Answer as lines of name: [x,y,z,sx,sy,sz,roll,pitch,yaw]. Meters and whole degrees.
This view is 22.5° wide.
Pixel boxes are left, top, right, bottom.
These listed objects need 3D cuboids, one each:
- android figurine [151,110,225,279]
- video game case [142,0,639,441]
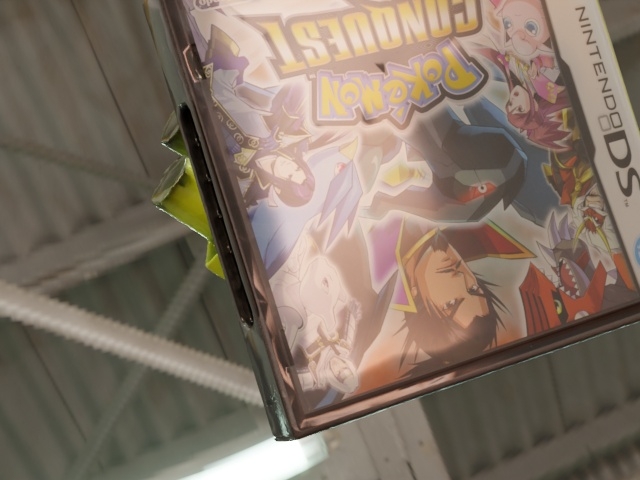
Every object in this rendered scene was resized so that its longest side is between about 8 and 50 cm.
android figurine: [0.000,0.000,1.205,0.273,0.248,0.056,33,-62,-19]
video game case: [0.063,-0.046,0.905,0.274,0.035,0.248,-16,-92,-27]
